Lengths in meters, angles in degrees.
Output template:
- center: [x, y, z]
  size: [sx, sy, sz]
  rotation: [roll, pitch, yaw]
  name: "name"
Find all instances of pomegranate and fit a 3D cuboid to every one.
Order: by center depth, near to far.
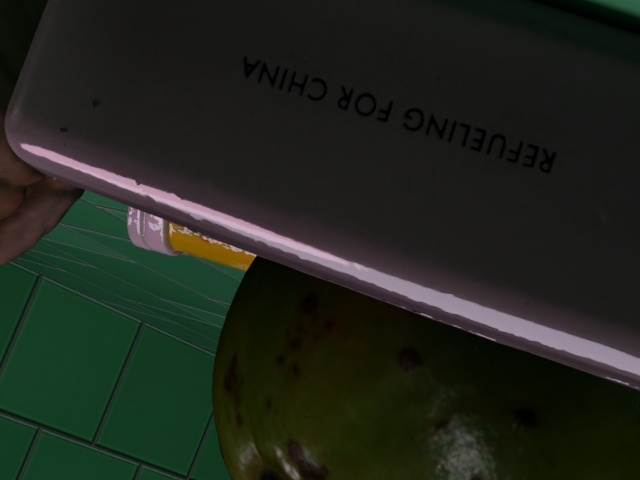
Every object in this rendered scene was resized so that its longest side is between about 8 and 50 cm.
- center: [0.102, 0.067, 0.621]
  size: [0.301, 0.236, 0.236]
  rotation: [-11, -177, -22]
  name: "pomegranate"

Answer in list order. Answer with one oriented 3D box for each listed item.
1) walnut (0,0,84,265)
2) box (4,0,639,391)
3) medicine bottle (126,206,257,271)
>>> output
- center: [-0.192, -0.072, 0.556]
  size: [0.230, 0.178, 0.178]
  rotation: [25, 172, 17]
  name: "walnut"
- center: [0.028, -0.033, 0.442]
  size: [0.243, 0.103, 0.055]
  rotation: [19, 175, 10]
  name: "box"
- center: [0.000, 0.000, 0.796]
  size: [0.218, 0.074, 0.074]
  rotation: [17, 170, 16]
  name: "medicine bottle"
